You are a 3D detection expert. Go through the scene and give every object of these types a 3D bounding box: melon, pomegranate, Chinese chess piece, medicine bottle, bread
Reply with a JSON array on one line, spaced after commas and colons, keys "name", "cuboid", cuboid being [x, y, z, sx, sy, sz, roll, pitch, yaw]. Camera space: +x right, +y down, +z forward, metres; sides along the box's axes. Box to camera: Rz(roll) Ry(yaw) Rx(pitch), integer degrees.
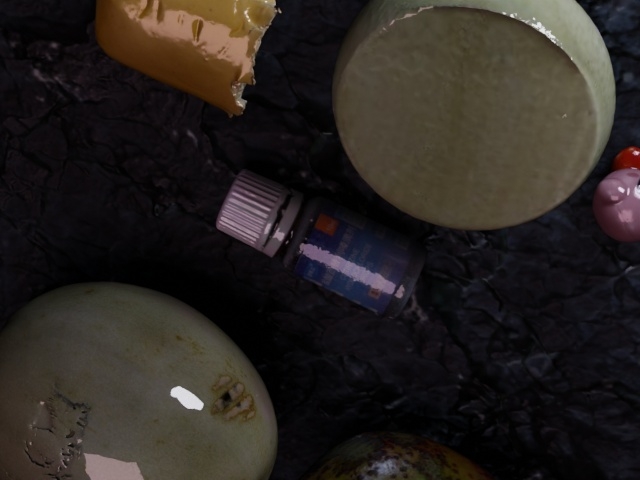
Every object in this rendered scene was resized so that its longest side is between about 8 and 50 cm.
[{"name": "melon", "cuboid": [-0.209, 0.180, 1.602, 0.330, 0.268, 0.268, 31, 127, 11]}, {"name": "pomegranate", "cuboid": [0.076, 0.356, 1.668, 0.285, 0.285, 0.341, 19, 157, 4]}, {"name": "Chinese chess piece", "cuboid": [0.135, -0.128, 1.384, 0.250, 0.101, 0.250, 8, 129, 11]}, {"name": "medicine bottle", "cuboid": [0.000, 0.000, 1.533, 0.203, 0.083, 0.083, 25, 127, 2]}, {"name": "bread", "cuboid": [-0.128, -0.199, 1.436, 0.173, 0.085, 0.134, 23, 126, 1]}]

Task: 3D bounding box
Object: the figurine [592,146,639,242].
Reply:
[{"name": "figurine", "cuboid": [0.284, -0.031, 1.429, 0.083, 0.071, 0.067, 44, 125, -15]}]
